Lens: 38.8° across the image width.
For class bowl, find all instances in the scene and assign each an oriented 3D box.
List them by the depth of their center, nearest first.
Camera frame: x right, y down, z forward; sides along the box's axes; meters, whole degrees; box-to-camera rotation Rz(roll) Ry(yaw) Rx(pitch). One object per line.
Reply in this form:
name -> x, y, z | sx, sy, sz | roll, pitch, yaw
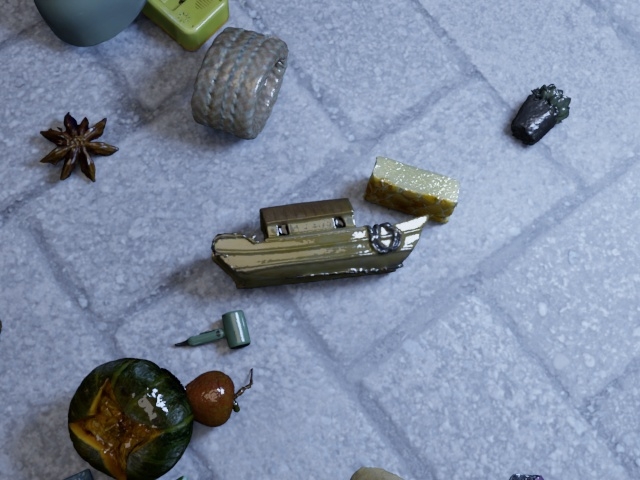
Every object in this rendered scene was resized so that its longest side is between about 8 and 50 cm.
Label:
bowl -> -0.505, -0.569, 1.902 | 0.289, 0.146, 0.289 | -7, 73, 22

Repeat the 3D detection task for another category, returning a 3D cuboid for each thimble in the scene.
thimble -> -0.167, -0.329, 1.874 | 0.148, 0.196, 0.229 | 19, 74, 4

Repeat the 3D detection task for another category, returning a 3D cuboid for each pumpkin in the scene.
pumpkin -> -0.345, 0.327, 1.673 | 0.237, 0.159, 0.238 | 2, 98, 15

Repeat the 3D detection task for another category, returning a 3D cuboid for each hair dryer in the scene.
hair dryer -> -0.217, 0.190, 1.798 | 0.150, 0.047, 0.071 | -15, 75, -1

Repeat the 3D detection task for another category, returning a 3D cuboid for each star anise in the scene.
star anise -> -0.505, -0.196, 1.891 | 0.167, 0.057, 0.168 | 0, 73, -1

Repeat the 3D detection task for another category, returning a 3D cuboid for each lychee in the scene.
lychee -> -0.197, 0.296, 1.732 | 0.140, 0.101, 0.115 | -11, 64, 0

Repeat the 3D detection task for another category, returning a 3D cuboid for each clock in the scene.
clock -> -0.309, -0.528, 1.982 | 0.202, 0.096, 0.143 | 42, 73, 8

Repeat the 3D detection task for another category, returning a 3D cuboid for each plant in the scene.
plant -> 0.473, -0.275, 1.948 | 0.143, 0.092, 0.094 | -45, 58, -8

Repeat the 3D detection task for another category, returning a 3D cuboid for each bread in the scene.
bread -> 0.188, -0.101, 1.858 | 0.188, 0.125, 0.068 | 18, 72, 2

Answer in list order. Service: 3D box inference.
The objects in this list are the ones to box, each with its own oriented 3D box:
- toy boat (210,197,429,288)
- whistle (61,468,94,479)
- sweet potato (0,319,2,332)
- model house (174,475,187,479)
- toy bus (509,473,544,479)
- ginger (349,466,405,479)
toy boat -> 0.000, 0.000, 1.827 | 0.445, 0.136, 0.162 | -5, 77, -9
whistle -> -0.399, 0.571, 1.661 | 0.062, 0.062, 0.304 | -22, 75, -9
sweet potato -> -0.668, 0.217, 1.769 | 0.041, 0.038, 0.153 | 43, 73, -14
model house -> -0.187, 0.599, 1.502 | 0.323, 0.340, 0.300 | 35, 61, -7
toy bus -> 0.344, 0.507, 1.705 | 0.178, 0.087, 0.098 | -22, 77, -6
ginger -> 0.140, 0.538, 1.661 | 0.138, 0.152, 0.267 | -5, 65, -35
